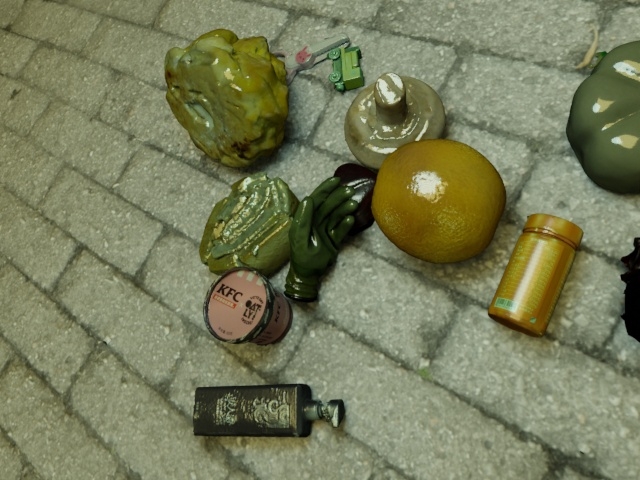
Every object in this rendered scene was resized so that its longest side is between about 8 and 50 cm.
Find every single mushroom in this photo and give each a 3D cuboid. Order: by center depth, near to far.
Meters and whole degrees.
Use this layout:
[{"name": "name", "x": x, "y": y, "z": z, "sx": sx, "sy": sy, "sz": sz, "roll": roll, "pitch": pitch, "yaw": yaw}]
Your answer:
[{"name": "mushroom", "x": 0.141, "y": -0.244, "z": 0.992, "sx": 0.207, "sy": 0.215, "sz": 0.207, "roll": -4, "pitch": 73, "yaw": 14}]

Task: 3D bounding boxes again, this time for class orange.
[{"name": "orange", "x": 0.208, "y": -0.070, "z": 0.894, "sx": 0.236, "sy": 0.236, "sz": 0.236, "roll": -8, "pitch": 69, "yaw": 22}]

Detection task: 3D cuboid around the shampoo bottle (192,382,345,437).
[{"name": "shampoo bottle", "x": -0.102, "y": 0.331, "z": 0.979, "sx": 0.309, "sy": 0.071, "sz": 0.098, "roll": -8, "pitch": 66, "yaw": 20}]

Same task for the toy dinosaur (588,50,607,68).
[{"name": "toy dinosaur", "x": 0.553, "y": -0.314, "z": 0.938, "sx": 0.060, "sy": 0.029, "sz": 0.119, "roll": -39, "pitch": 60, "yaw": -6}]

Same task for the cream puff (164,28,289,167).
[{"name": "cream puff", "x": -0.187, "y": -0.350, "z": 1.176, "sx": 0.324, "sy": 0.291, "sz": 0.257, "roll": 7, "pitch": 44, "yaw": 41}]

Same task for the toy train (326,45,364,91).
[{"name": "toy train", "x": 0.059, "y": -0.406, "z": 1.182, "sx": 0.081, "sy": 0.050, "sz": 0.122, "roll": -8, "pitch": 68, "yaw": 17}]

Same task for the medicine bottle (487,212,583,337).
[{"name": "medicine bottle", "x": 0.362, "y": 0.059, "z": 0.848, "sx": 0.096, "sy": 0.096, "sz": 0.192, "roll": 20, "pitch": 81, "yaw": 29}]

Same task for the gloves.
[{"name": "gloves", "x": -0.009, "y": -0.002, "z": 1.002, "sx": 0.107, "sy": 0.135, "sz": 0.268, "roll": 43, "pitch": 117, "yaw": 44}]

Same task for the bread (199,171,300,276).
[{"name": "bread", "x": -0.146, "y": -0.018, "z": 1.093, "sx": 0.257, "sy": 0.124, "sz": 0.186, "roll": -48, "pitch": 60, "yaw": 4}]

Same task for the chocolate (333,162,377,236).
[{"name": "chocolate", "x": 0.077, "y": -0.093, "z": 1.043, "sx": 0.125, "sy": 0.080, "sz": 0.148, "roll": -5, "pitch": 68, "yaw": 24}]

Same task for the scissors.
[{"name": "scissors", "x": -0.039, "y": -0.453, "z": 1.253, "sx": 0.242, "sy": 0.030, "sz": 0.118, "roll": -16, "pitch": 67, "yaw": 21}]

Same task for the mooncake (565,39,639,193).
[{"name": "mooncake", "x": 0.553, "y": -0.208, "z": 0.827, "sx": 0.275, "sy": 0.135, "sz": 0.275, "roll": -4, "pitch": 77, "yaw": 18}]

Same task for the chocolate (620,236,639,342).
[{"name": "chocolate", "x": 0.547, "y": 0.050, "z": 0.765, "sx": 0.224, "sy": 0.206, "sz": 0.177, "roll": -11, "pitch": 23, "yaw": 10}]

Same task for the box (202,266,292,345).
[{"name": "box", "x": -0.140, "y": 0.145, "z": 1.026, "sx": 0.151, "sy": 0.135, "sz": 0.151, "roll": -10, "pitch": 64, "yaw": 22}]
